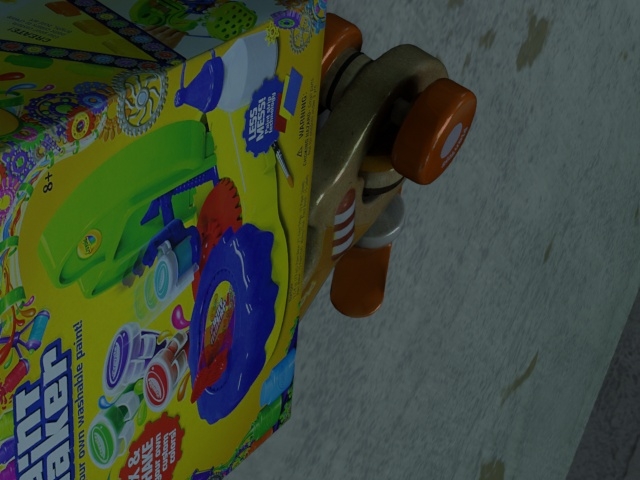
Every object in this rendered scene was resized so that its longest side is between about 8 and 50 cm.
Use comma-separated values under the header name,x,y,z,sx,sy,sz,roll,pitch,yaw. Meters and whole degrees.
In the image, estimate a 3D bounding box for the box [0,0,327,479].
name,x,y,z,sx,sy,sz,roll,pitch,yaw
box,-0.150,0.015,0.779,0.279,0.177,0.289,-37,140,-50

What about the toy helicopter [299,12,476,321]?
name,x,y,z,sx,sy,sz,roll,pitch,yaw
toy helicopter,0.000,0.000,1.192,0.355,0.140,0.235,-59,165,1
